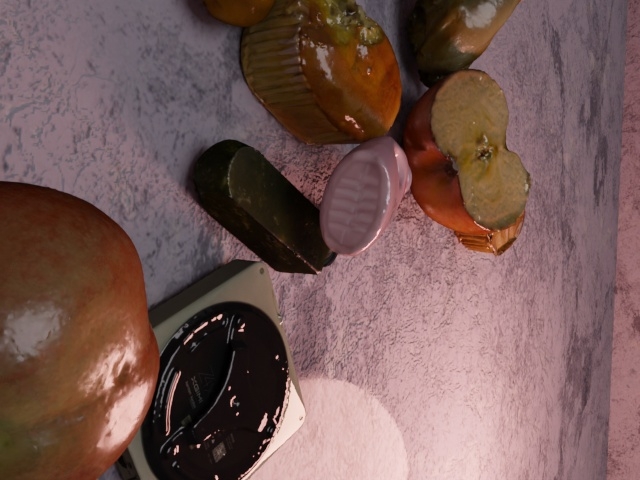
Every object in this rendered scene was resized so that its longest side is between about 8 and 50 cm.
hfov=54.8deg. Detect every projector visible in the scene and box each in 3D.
[{"bbox_3d":[-0.130,0.188,0.750,0.259,0.079,0.257,-34,119,-44],"label":"projector"}]

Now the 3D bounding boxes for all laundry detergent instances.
[{"bbox_3d":[0.079,-0.078,0.905,0.335,0.087,0.159,-43,153,-71],"label":"laundry detergent"}]

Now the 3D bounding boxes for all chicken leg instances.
[{"bbox_3d":[0.330,-0.472,1.139,0.429,0.153,0.201,-40,104,-7],"label":"chicken leg"}]

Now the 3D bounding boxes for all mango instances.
[{"bbox_3d":[-0.092,-0.341,0.762,0.115,0.090,0.178,50,50,-36],"label":"mango"}]

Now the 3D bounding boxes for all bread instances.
[{"bbox_3d":[0.367,-0.067,1.352,0.199,0.104,0.199,-12,106,-49],"label":"bread"},{"bbox_3d":[0.014,-0.242,0.873,0.250,0.133,0.179,41,64,-44],"label":"bread"}]

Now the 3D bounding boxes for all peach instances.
[{"bbox_3d":[-0.245,0.075,0.483,0.252,0.252,0.252,-4,95,-52],"label":"peach"}]

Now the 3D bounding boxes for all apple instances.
[{"bbox_3d":[0.243,-0.149,1.142,0.251,0.163,0.293,-24,98,-38],"label":"apple"}]

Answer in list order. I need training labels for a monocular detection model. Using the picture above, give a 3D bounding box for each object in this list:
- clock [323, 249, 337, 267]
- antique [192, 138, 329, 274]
[{"bbox_3d":[0.000,0.000,0.955,0.085,0.017,0.085,-3,94,-52],"label":"clock"},{"bbox_3d":[-0.076,-0.042,0.810,0.221,0.080,0.081,44,58,-42],"label":"antique"}]
